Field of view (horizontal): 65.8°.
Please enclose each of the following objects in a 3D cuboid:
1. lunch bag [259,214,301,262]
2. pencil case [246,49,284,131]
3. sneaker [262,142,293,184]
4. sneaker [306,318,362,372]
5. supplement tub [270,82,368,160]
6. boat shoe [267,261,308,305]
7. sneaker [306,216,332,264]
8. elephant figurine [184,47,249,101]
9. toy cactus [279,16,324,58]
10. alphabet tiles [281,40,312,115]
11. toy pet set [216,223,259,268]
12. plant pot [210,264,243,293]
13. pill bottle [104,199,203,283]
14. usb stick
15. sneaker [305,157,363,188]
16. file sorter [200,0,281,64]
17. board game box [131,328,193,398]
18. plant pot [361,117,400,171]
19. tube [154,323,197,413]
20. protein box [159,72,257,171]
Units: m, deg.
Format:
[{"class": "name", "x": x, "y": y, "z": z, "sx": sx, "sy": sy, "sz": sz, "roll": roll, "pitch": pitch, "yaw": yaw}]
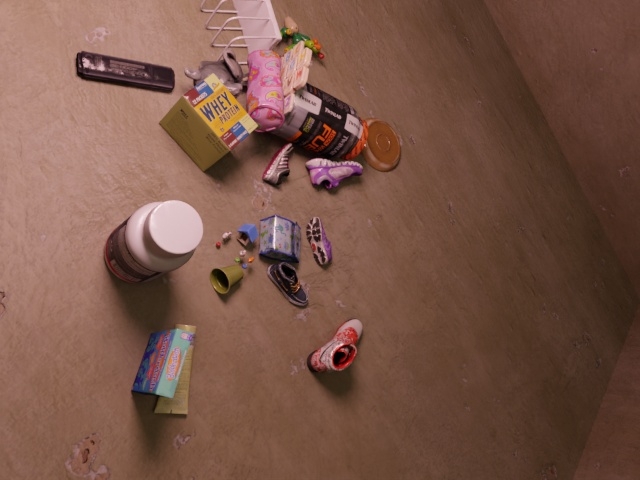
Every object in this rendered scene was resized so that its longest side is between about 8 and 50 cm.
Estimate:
[{"class": "lunch bag", "x": -0.121, "y": -0.001, "z": 1.635, "sx": 0.151, "sy": 0.096, "sz": 0.128, "roll": 22, "pitch": 63, "yaw": -46}, {"class": "pencil case", "x": -0.173, "y": -0.475, "z": 1.563, "sx": 0.124, "sy": 0.124, "sz": 0.284, "roll": 18, "pitch": 50, "yaw": -32}, {"class": "sneaker", "x": -0.132, "y": -0.259, "z": 1.708, "sx": 0.075, "sy": 0.063, "sz": 0.170, "roll": 39, "pitch": 63, "yaw": -22}, {"class": "sneaker", "x": 0.089, "y": 0.351, "z": 1.662, "sx": 0.270, "sy": 0.145, "sz": 0.090, "roll": -32, "pitch": 98, "yaw": -38}, {"class": "supplement tub", "x": -0.009, "y": -0.417, "z": 1.748, "sx": 0.338, "sy": 0.207, "sz": 0.207, "roll": 18, "pitch": 68, "yaw": -31}, {"class": "boat shoe", "x": -0.092, "y": 0.145, "z": 1.620, "sx": 0.183, "sy": 0.083, "sz": 0.065, "roll": 46, "pitch": 56, "yaw": -19}, {"class": "sneaker", "x": 0.000, "y": 0.000, "z": 1.750, "sx": 0.071, "sy": 0.068, "sz": 0.170, "roll": -20, "pitch": 99, "yaw": -53}, {"class": "elephant figurine", "x": -0.314, "y": -0.536, "z": 1.607, "sx": 0.169, "sy": 0.186, "sz": 0.239, "roll": 10, "pitch": 57, "yaw": 1}, {"class": "toy cactus", "x": -0.095, "y": -0.755, "z": 1.856, "sx": 0.219, "sy": 0.112, "sz": 0.180, "roll": -4, "pitch": 62, "yaw": -35}, {"class": "alphabet tiles", "x": -0.126, "y": -0.516, "z": 1.636, "sx": 0.021, "sy": 0.284, "sz": 0.278, "roll": 22, "pitch": 67, "yaw": -32}, {"class": "toy pet set", "x": -0.239, "y": 0.004, "z": 1.538, "sx": 0.122, "sy": 0.065, "sz": 0.114, "roll": 40, "pitch": 45, "yaw": 2}, {"class": "plant pot", "x": -0.278, "y": 0.109, "z": 1.503, "sx": 0.079, "sy": 0.083, "sz": 0.083, "roll": -27, "pitch": 95, "yaw": -50}, {"class": "pill bottle", "x": -0.423, "y": 0.003, "z": 1.263, "sx": 0.176, "sy": 0.318, "sz": 0.176, "roll": 11, "pitch": 71, "yaw": -35}, {"class": "usb stick", "x": -0.566, "y": -0.497, "z": 1.460, "sx": 0.278, "sy": 0.045, "sz": 0.077, "roll": -2, "pitch": 86, "yaw": -37}, {"class": "sneaker", "x": 0.053, "y": -0.241, "z": 1.828, "sx": 0.236, "sy": 0.095, "sz": 0.104, "roll": -3, "pitch": 87, "yaw": -32}, {"class": "file sorter", "x": -0.282, "y": -0.751, "z": 1.644, "sx": 0.173, "sy": 0.193, "sz": 0.277, "roll": -16, "pitch": 88, "yaw": -35}, {"class": "board game box", "x": -0.407, "y": 0.313, "z": 1.264, "sx": 0.047, "sy": 0.210, "sz": 0.160, "roll": 27, "pitch": 63, "yaw": -29}, {"class": "plant pot", "x": 0.251, "y": -0.401, "z": 2.046, "sx": 0.236, "sy": 0.032, "sz": 0.236, "roll": 11, "pitch": 72, "yaw": -34}, {"class": "tube", "x": -0.393, "y": 0.353, "z": 1.367, "sx": 0.070, "sy": 0.062, "sz": 0.240, "roll": 4, "pitch": 77, "yaw": 7}, {"class": "protein box", "x": -0.338, "y": -0.349, "z": 1.489, "sx": 0.200, "sy": 0.201, "sz": 0.136, "roll": 49, "pitch": 55, "yaw": -16}]
